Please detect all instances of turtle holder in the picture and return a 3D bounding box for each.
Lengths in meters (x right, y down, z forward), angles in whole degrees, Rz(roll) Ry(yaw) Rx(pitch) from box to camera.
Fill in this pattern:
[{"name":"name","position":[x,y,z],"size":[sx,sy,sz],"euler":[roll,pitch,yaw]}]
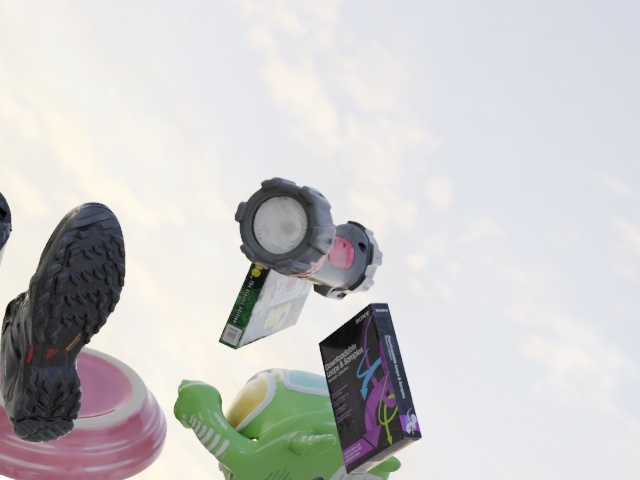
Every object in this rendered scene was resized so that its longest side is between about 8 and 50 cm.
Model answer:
[{"name":"turtle holder","position":[-0.063,0.309,2.061],"size":[0.227,0.320,0.243],"euler":[-120,-149,-48]}]

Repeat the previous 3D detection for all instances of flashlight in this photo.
[{"name":"flashlight","position":[0.000,0.000,1.569],"size":[0.304,0.103,0.103],"euler":[18,56,-71]}]

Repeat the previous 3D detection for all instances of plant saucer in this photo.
[{"name":"plant saucer","position":[-0.389,0.245,2.079],"size":[0.332,0.332,0.084],"euler":[32,-61,38]}]

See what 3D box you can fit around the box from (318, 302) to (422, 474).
[{"name":"box","position":[0.052,0.165,1.551],"size":[0.116,0.029,0.162],"euler":[-42,-128,46]}]

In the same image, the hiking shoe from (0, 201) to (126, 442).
[{"name":"hiking shoe","position":[-0.250,0.062,1.260],"size":[0.114,0.086,0.227],"euler":[33,-74,48]}]

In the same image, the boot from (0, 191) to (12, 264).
[{"name":"boot","position":[-0.475,0.068,1.873],"size":[0.207,0.094,0.247],"euler":[116,-24,-49]}]

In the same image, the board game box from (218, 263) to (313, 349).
[{"name":"board game box","position":[-0.050,0.054,1.710],"size":[0.030,0.136,0.259],"euler":[27,10,11]}]
